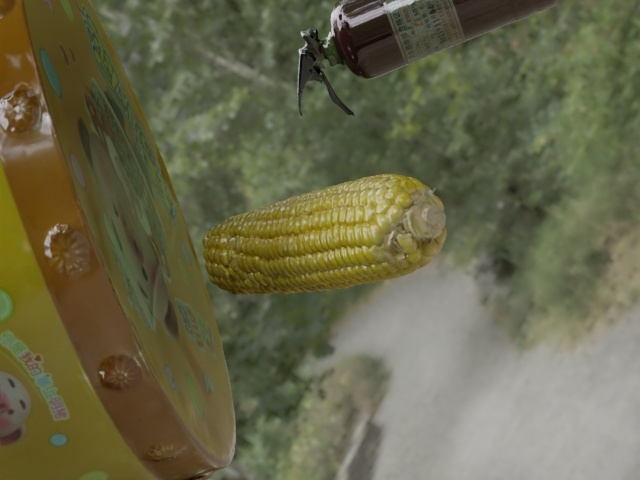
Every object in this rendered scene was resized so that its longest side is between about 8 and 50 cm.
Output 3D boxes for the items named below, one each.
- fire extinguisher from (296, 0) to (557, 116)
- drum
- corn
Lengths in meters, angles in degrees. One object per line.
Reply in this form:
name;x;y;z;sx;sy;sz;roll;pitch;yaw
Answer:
fire extinguisher;0.077;-0.169;1.237;0.231;0.099;0.071;-23;34;9
drum;-0.227;0.008;1.107;0.214;0.431;0.431;-21;2;4
corn;0.000;0.000;0.985;0.206;0.067;0.067;-11;39;45
